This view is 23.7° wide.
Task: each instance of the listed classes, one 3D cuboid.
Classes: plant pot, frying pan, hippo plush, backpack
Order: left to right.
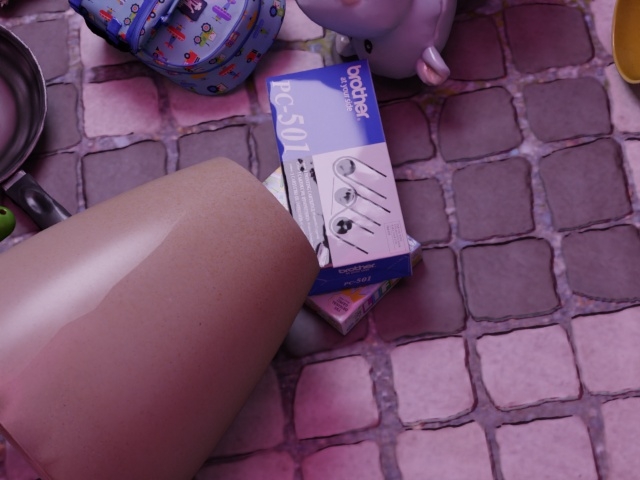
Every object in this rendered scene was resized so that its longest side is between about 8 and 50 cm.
[{"bbox_3d":[-0.297,-0.098,1.439,0.326,0.053,0.197,23,73,8],"label":"frying pan"},{"bbox_3d":[-0.141,0.069,1.210,0.274,0.256,0.256,-41,64,-15],"label":"plant pot"},{"bbox_3d":[-0.129,-0.228,1.440,0.173,0.117,0.158,40,98,16],"label":"backpack"},{"bbox_3d":[0.071,-0.282,1.427,0.234,0.294,0.237,36,97,44],"label":"hippo plush"},{"bbox_3d":[0.337,-0.201,1.381,0.095,0.134,0.134,8,60,-16],"label":"plant pot"}]

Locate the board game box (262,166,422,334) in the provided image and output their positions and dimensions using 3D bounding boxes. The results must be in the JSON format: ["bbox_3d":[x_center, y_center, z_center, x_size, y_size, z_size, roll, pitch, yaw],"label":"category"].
[{"bbox_3d":[0.000,0.000,1.360,0.154,0.026,0.103,38,73,24],"label":"board game box"}]

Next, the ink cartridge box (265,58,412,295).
[{"bbox_3d":[0.014,-0.059,1.348,0.097,0.046,0.207,-11,60,0],"label":"ink cartridge box"}]

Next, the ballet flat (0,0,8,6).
[{"bbox_3d":[-0.255,-0.319,1.551,0.241,0.091,0.077,-34,93,-7],"label":"ballet flat"}]

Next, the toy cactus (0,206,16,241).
[{"bbox_3d":[-0.328,0.046,1.337,0.219,0.112,0.180,37,88,11],"label":"toy cactus"}]
